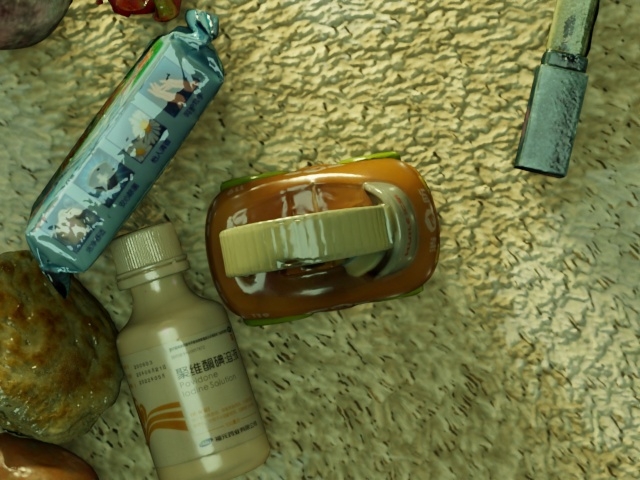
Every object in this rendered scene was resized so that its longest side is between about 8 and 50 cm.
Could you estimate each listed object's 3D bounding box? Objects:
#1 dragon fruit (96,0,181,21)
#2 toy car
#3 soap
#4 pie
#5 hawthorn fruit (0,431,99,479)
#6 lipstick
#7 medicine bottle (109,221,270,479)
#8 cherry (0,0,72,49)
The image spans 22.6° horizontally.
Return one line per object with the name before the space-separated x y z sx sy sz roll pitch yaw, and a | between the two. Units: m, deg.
dragon fruit | -0.167 -0.254 1.556 0.112 0.126 0.068 -18 131 0
toy car | 0.000 0.000 1.485 0.235 0.235 0.145 -10 91 3
soap | -0.183 -0.092 1.522 0.077 0.156 0.293 36 93 -11
pie | -0.269 0.104 1.542 0.163 0.079 0.193 3 64 -26
hawthorn fruit | -0.300 0.254 1.549 0.189 0.149 0.149 23 92 20
lipstick | 0.246 -0.218 1.554 0.051 0.051 0.312 12 90 3
medicine bottle | -0.136 0.109 1.545 0.114 0.114 0.252 -18 89 3
cherry | -0.317 -0.263 1.510 0.195 0.195 0.195 0 91 3
